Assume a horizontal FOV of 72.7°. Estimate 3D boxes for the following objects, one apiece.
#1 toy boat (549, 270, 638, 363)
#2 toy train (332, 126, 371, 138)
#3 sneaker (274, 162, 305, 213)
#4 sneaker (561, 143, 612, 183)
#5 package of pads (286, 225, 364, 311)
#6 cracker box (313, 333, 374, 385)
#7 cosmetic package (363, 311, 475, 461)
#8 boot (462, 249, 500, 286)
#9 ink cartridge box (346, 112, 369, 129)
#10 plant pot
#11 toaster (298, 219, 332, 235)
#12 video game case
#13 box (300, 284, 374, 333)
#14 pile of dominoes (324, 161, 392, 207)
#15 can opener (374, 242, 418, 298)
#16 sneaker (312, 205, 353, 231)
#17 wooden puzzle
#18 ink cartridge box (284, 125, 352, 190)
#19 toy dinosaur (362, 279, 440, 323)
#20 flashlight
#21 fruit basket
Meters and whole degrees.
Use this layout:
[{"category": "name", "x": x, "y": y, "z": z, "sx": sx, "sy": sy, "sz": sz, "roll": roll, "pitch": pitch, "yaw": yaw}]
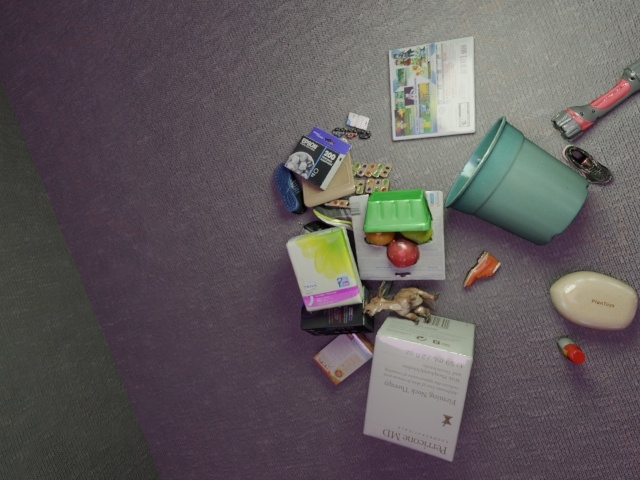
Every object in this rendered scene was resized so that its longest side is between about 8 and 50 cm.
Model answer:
[{"category": "toy boat", "x": 0.900, "y": 0.262, "z": 1.490, "sx": 0.267, "sy": 0.148, "sz": 0.319, "roll": 19, "pitch": 97, "yaw": 12}, {"category": "toy train", "x": 0.122, "y": -0.423, "z": 1.722, "sx": 0.158, "sy": 0.027, "sz": 0.036, "roll": 11, "pitch": 113, "yaw": 18}, {"category": "sneaker", "x": -0.124, "y": -0.212, "z": 1.826, "sx": 0.081, "sy": 0.090, "sz": 0.233, "roll": -25, "pitch": 68, "yaw": 23}, {"category": "sneaker", "x": 0.879, "y": -0.248, "z": 1.437, "sx": 0.178, "sy": 0.077, "sz": 0.072, "roll": 37, "pitch": 110, "yaw": 11}, {"category": "package of pads", "x": 0.016, "y": 0.109, "z": 1.637, "sx": 0.228, "sy": 0.101, "sz": 0.297, "roll": -12, "pitch": 102, "yaw": 17}, {"category": "cracker box", "x": 0.103, "y": 0.483, "z": 1.851, "sx": 0.232, "sy": 0.067, "sz": 0.156, "roll": -44, "pitch": 83, "yaw": 22}, {"category": "cosmetic package", "x": 0.373, "y": 0.506, "z": 1.614, "sx": 0.328, "sy": 0.327, "sz": 0.395, "roll": 10, "pitch": 103, "yaw": 19}, {"category": "boot", "x": 0.596, "y": 0.123, "z": 1.615, "sx": 0.084, "sy": 0.059, "sz": 0.158, "roll": 35, "pitch": 108, "yaw": 7}, {"category": "ink cartridge box", "x": 0.149, "y": -0.466, "z": 1.702, "sx": 0.083, "sy": 0.028, "sz": 0.048, "roll": 22, "pitch": 106, "yaw": 16}, {"category": "plant pot", "x": 0.642, "y": -0.173, "z": 1.421, "sx": 0.333, "sy": 0.341, "sz": 0.341, "roll": 30, "pitch": 108, "yaw": 6}, {"category": "toaster", "x": 0.000, "y": 0.000, "z": 1.758, "sx": 0.185, "sy": 0.168, "sz": 0.110, "roll": 30, "pitch": 109, "yaw": 13}, {"category": "video game case", "x": 0.406, "y": -0.546, "z": 1.591, "sx": 0.299, "sy": 0.036, "sz": 0.330, "roll": -1, "pitch": 99, "yaw": 21}, {"category": "box", "x": 0.070, "y": 0.287, "z": 1.762, "sx": 0.270, "sy": 0.143, "sz": 0.166, "roll": -8, "pitch": 64, "yaw": 22}, {"category": "pile of dominoes", "x": 0.146, "y": -0.222, "z": 1.696, "sx": 0.250, "sy": 0.040, "sz": 0.196, "roll": 7, "pitch": 77, "yaw": 20}, {"category": "can opener", "x": 0.294, "y": 0.126, "z": 1.717, "sx": 0.093, "sy": 0.074, "sz": 0.281, "roll": 27, "pitch": 107, "yaw": 16}, {"category": "sneaker", "x": 0.113, "y": -0.101, "z": 1.747, "sx": 0.299, "sy": 0.111, "sz": 0.122, "roll": 17, "pitch": 90, "yaw": 14}, {"category": "wooden puzzle", "x": 0.026, "y": -0.269, "z": 1.745, "sx": 0.220, "sy": 0.044, "sz": 0.239, "roll": -16, "pitch": 70, "yaw": 22}, {"category": "ink cartridge box", "x": -0.012, "y": -0.336, "z": 1.726, "sx": 0.206, "sy": 0.045, "sz": 0.208, "roll": 34, "pitch": 93, "yaw": 28}, {"category": "toy dinosaur", "x": 0.320, "y": 0.223, "z": 1.655, "sx": 0.200, "sy": 0.295, "sz": 0.127, "roll": 18, "pitch": 104, "yaw": 50}, {"category": "flashlight", "x": 0.900, "y": -0.451, "z": 1.385, "sx": 0.304, "sy": 0.103, "sz": 0.103, "roll": -41, "pitch": 81, "yaw": 23}, {"category": "fruit basket", "x": 0.286, "y": -0.012, "z": 1.593, "sx": 0.326, "sy": 0.166, "sz": 0.354, "roll": -2, "pitch": 122, "yaw": 17}]
